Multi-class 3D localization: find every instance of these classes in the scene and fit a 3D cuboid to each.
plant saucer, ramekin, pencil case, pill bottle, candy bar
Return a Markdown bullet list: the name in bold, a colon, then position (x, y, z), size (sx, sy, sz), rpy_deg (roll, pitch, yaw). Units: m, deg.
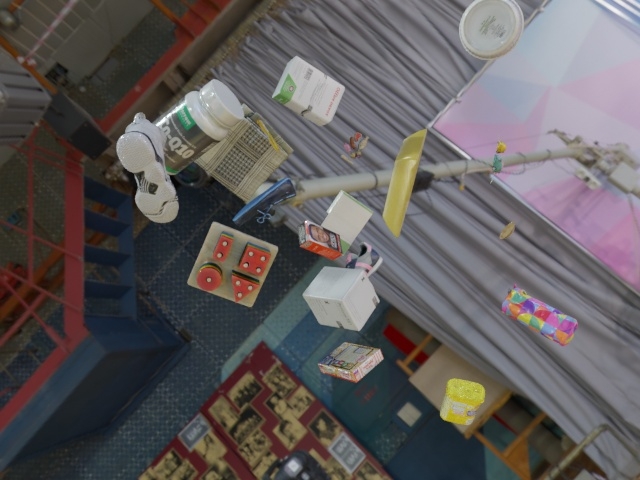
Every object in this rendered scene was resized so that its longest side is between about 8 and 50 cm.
- **plant saucer**: position (0.754, -0.036, 2.140), size (0.083, 0.015, 0.083), rpy_deg (-54, 4, 6)
- **ramekin**: position (0.556, -0.701, 1.744), size (0.207, 0.207, 0.109), rpy_deg (-55, -7, 26)
- **pencil case**: position (0.695, 0.237, 1.696), size (0.104, 0.236, 0.104), rpy_deg (-33, -39, -31)
- **pill bottle**: position (-0.472, -0.417, 1.960), size (0.361, 0.204, 0.204), rpy_deg (-32, -7, 20)
- **plant saucer**: position (0.309, -0.225, 1.988), size (0.332, 0.081, 0.332), rpy_deg (-62, -16, -59)
- **candy bar**: position (-0.208, -0.422, 2.154), size (0.018, 0.161, 0.040), rpy_deg (-30, 23, 11)

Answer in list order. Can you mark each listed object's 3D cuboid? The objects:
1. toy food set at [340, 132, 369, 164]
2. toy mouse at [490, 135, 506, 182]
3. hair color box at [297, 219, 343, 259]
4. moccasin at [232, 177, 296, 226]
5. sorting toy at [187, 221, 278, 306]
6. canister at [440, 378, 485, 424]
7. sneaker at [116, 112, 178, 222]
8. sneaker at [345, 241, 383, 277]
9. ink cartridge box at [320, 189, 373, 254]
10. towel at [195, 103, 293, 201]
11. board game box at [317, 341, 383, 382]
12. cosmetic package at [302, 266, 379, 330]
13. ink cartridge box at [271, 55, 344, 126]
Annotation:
- **toy food set**: position (0.126, -0.343, 1.936), size (0.122, 0.078, 0.019), rpy_deg (-63, 18, -11)
- **toy mouse**: position (0.605, -0.260, 1.808), size (0.161, 0.031, 0.143), rpy_deg (30, -108, -69)
- **hair color box**: position (0.000, 0.000, 1.549), size (0.043, 0.071, 0.141), rpy_deg (-32, -37, 33)
- **moccasin**: position (-0.245, -0.161, 2.473), size (0.342, 0.116, 0.138), rpy_deg (-38, 16, -16)
- **sorting toy**: position (-0.318, 0.101, 1.931), size (0.255, 0.257, 0.089), rpy_deg (-65, 15, 12)
- **canister**: position (0.490, 0.565, 1.854), size (0.073, 0.126, 0.169), rpy_deg (-71, -12, -46)
- **sneaker**: position (-0.562, -0.245, 1.792), size (0.138, 0.210, 0.365), rpy_deg (-9, -47, 1)
- **sneaker**: position (0.131, 0.132, 2.205), size (0.112, 0.131, 0.319), rpy_deg (-29, 13, 49)
- **ink cartridge box**: position (0.097, -0.077, 2.332), size (0.235, 0.171, 0.056), rpy_deg (-55, 17, 5)
- **towel**: position (-0.313, -0.360, 2.230), size (0.324, 0.312, 0.056), rpy_deg (-48, 32, 3)
- **board game box**: position (0.106, 0.431, 1.903), size (0.147, 0.045, 0.194), rpy_deg (-32, 17, -33)
- **cosmetic package**: position (0.072, 0.197, 1.830), size (0.184, 0.151, 0.151), rpy_deg (2, 41, 44)
- **ink cartridge box**: position (-0.043, -0.545, 1.966), size (0.093, 0.219, 0.160), rpy_deg (1, 65, 65)
